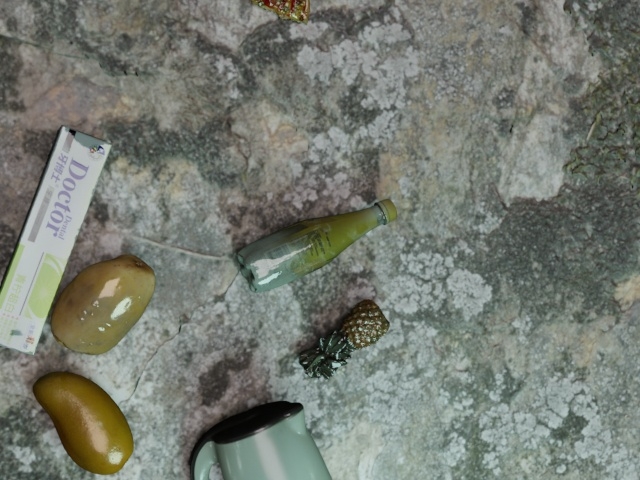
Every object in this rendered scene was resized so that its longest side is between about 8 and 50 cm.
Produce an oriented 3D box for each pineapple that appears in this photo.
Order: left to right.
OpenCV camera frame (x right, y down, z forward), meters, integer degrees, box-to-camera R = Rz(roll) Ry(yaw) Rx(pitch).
[{"bbox_3d":[0.036,0.165,1.589,0.159,0.074,0.074,-38,101,-5],"label":"pineapple"}]

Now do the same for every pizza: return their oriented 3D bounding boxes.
[{"bbox_3d":[-0.050,-0.386,1.562,0.100,0.029,0.099,-46,103,-9],"label":"pizza"}]

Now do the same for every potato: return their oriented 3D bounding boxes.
[{"bbox_3d":[-0.327,0.096,1.465,0.109,0.118,0.178,43,95,22],"label":"potato"}]

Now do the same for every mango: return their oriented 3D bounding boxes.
[{"bbox_3d":[-0.355,0.271,1.479,0.102,0.085,0.184,-38,91,-7],"label":"mango"}]

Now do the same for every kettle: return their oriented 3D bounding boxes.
[{"bbox_3d":[-0.091,0.382,1.526,0.221,0.161,0.236,-19,97,17],"label":"kettle"}]

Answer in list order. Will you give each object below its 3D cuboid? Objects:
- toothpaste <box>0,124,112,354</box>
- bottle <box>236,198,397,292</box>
[{"bbox_3d":[-0.409,-0.003,1.461,0.081,0.067,0.337,21,87,-18],"label":"toothpaste"},{"bbox_3d":[0.000,0.000,1.565,0.269,0.083,0.083,-24,98,-17],"label":"bottle"}]
